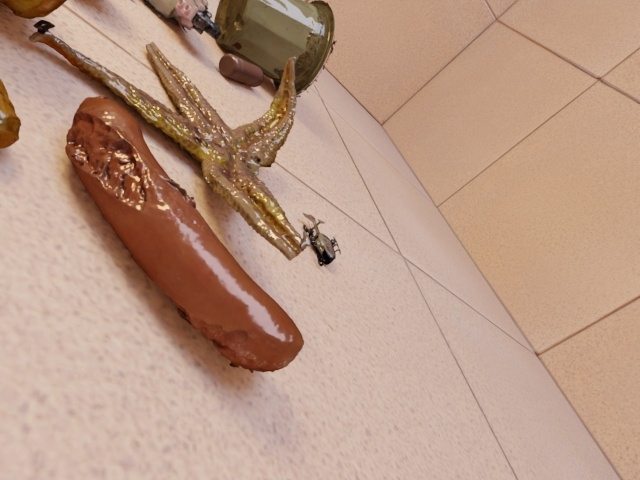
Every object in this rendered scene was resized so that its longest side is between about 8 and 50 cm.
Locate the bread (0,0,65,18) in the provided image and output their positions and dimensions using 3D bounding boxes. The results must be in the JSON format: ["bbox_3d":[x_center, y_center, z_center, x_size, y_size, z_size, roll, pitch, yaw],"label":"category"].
[{"bbox_3d":[-0.343,-0.329,0.447,0.229,0.139,0.143,47,21,26],"label":"bread"}]

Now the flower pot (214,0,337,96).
[{"bbox_3d":[-0.137,-0.563,1.162,0.259,0.290,0.290,10,42,-40],"label":"flower pot"}]

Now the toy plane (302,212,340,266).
[{"bbox_3d":[0.000,0.000,0.730,0.049,0.031,0.120,20,38,-39],"label":"toy plane"}]

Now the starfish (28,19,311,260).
[{"bbox_3d":[-0.146,-0.177,0.610,0.384,0.132,0.398,37,37,-9],"label":"starfish"}]

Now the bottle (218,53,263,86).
[{"bbox_3d":[-0.186,-0.403,1.020,0.053,0.053,0.140,52,20,6],"label":"bottle"}]

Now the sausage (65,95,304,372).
[{"bbox_3d":[-0.139,-0.009,0.394,0.326,0.079,0.087,50,21,7],"label":"sausage"}]

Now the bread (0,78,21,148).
[{"bbox_3d":[-0.294,-0.139,0.349,0.157,0.044,0.052,55,24,16],"label":"bread"}]

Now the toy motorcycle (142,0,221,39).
[{"bbox_3d":[-0.324,-0.522,0.883,0.239,0.108,0.204,32,5,31],"label":"toy motorcycle"}]
